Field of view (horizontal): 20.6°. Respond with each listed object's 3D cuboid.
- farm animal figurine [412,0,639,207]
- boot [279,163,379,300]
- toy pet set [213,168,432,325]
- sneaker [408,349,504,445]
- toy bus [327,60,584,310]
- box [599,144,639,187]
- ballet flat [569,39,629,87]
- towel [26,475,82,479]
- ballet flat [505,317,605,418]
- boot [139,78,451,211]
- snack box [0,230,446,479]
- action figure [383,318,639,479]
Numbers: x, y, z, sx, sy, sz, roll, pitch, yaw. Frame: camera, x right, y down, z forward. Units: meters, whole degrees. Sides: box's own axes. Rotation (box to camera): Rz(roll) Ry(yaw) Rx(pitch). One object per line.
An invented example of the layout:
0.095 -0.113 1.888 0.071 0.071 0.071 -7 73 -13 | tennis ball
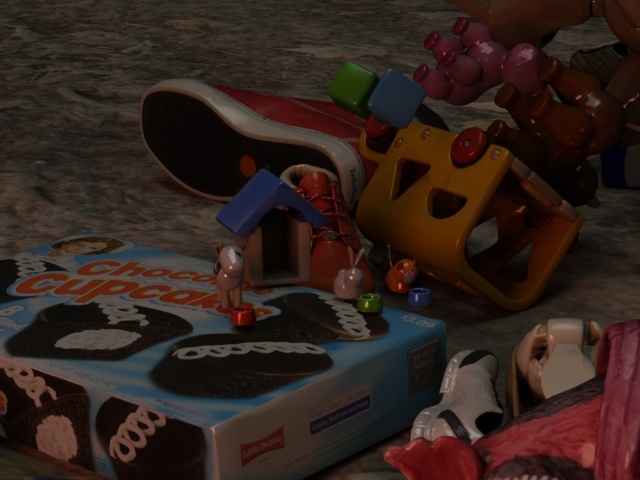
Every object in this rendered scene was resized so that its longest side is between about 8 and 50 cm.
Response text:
0.232 -0.170 1.304 0.172 0.327 0.330 31 27 -23 | farm animal figurine
0.000 0.000 1.200 0.059 0.085 0.158 -7 20 -13 | boot
-0.009 -0.001 1.049 0.122 0.065 0.114 -5 16 -18 | toy pet set
0.084 0.095 0.967 0.043 0.040 0.109 -1 27 22 | sneaker
0.077 -0.021 1.214 0.191 0.104 0.202 30 -7 10 | toy bus
0.308 -0.090 1.416 0.137 0.072 0.126 5 22 27 | box
0.337 -0.166 1.656 0.084 0.058 0.250 -18 23 -36 | ballet flat
-0.135 0.153 0.858 0.067 0.029 0.119 2 19 16 | towel
0.138 0.080 0.944 0.080 0.073 0.232 -5 18 6 | ballet flat
-0.018 -0.091 1.478 0.244 0.088 0.176 20 29 35 | boot
-0.105 0.068 1.054 0.322 0.060 0.187 13 23 41 | snack box
0.208 0.092 0.627 0.370 0.276 0.248 10 25 -2 | action figure
